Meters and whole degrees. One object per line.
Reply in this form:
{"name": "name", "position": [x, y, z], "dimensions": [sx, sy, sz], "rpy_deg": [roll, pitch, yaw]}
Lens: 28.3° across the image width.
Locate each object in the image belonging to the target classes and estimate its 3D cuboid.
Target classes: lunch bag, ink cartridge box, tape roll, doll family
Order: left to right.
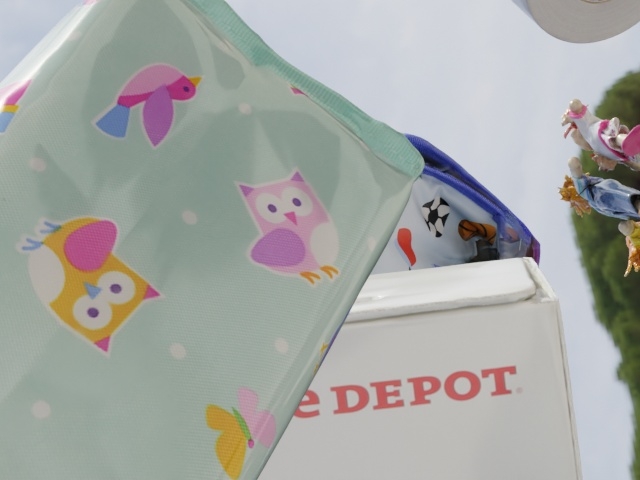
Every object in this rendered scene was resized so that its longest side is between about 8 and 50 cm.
{"name": "lunch bag", "position": [-0.108, 0.062, 0.470], "dimensions": [0.160, 0.262, 0.223], "rpy_deg": [37, -131, -7]}
{"name": "lunch bag", "position": [0.000, 0.000, 1.391], "dimensions": [0.386, 0.328, 0.238], "rpy_deg": [6, -93, -21]}
{"name": "ink cartridge box", "position": [0.028, 0.224, 0.821], "dimensions": [0.166, 0.286, 0.394], "rpy_deg": [-63, -34, -81]}
{"name": "tape roll", "position": [0.313, -0.339, 1.450], "dimensions": [0.219, 0.219, 0.072], "rpy_deg": [37, -168, -41]}
{"name": "doll family", "position": [0.327, -0.030, 1.302], "dimensions": [0.263, 0.163, 0.118], "rpy_deg": [35, -91, -20]}
